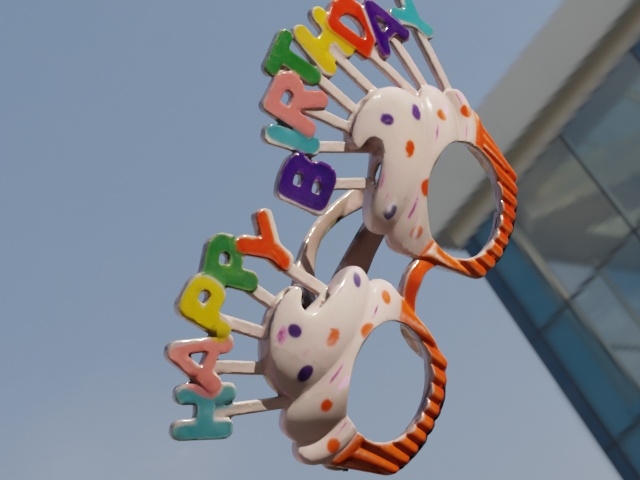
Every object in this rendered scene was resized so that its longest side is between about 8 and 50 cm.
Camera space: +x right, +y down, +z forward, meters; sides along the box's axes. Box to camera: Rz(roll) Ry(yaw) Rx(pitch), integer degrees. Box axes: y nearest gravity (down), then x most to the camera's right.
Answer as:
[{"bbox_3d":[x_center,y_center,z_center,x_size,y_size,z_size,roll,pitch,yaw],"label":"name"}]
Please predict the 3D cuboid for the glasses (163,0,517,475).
[{"bbox_3d":[0.000,-0.003,0.689,0.095,0.255,0.162,-2,-32,44],"label":"glasses"}]
